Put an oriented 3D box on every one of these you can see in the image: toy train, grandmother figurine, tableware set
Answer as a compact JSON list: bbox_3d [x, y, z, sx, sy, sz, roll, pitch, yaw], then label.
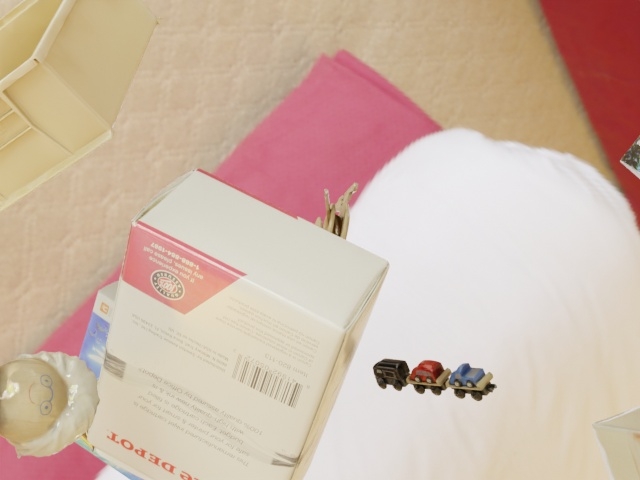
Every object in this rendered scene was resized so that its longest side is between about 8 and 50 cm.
[{"bbox_3d":[0.115,0.140,1.082,0.027,0.158,0.036,-38,115,-37],"label":"toy train"},{"bbox_3d":[-0.326,0.125,0.797,0.342,0.104,0.208,8,85,-42],"label":"grandmother figurine"},{"bbox_3d":[0.000,0.000,1.259,0.039,0.194,0.128,13,81,-6],"label":"tableware set"}]

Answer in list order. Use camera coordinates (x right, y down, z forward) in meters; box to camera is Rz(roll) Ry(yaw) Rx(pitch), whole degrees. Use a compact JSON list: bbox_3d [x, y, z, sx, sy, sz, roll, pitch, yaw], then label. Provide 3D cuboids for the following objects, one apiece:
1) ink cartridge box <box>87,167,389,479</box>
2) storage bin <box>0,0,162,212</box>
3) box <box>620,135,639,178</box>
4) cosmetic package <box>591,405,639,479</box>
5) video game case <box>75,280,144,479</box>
[{"bbox_3d":[-0.084,0.108,0.962,0.117,0.207,0.283,-52,164,-52],"label":"ink cartridge box"},{"bbox_3d":[-0.340,-0.180,1.229,0.260,0.262,0.123,-27,123,27],"label":"storage bin"},{"bbox_3d":[0.328,0.015,0.711,0.233,0.159,0.044,33,100,-28],"label":"box"},{"bbox_3d":[0.335,0.257,0.776,0.153,0.129,0.296,-19,87,-10],"label":"cosmetic package"},{"bbox_3d":[-0.254,0.233,1.553,0.061,0.244,0.270,-28,144,-59],"label":"video game case"}]
